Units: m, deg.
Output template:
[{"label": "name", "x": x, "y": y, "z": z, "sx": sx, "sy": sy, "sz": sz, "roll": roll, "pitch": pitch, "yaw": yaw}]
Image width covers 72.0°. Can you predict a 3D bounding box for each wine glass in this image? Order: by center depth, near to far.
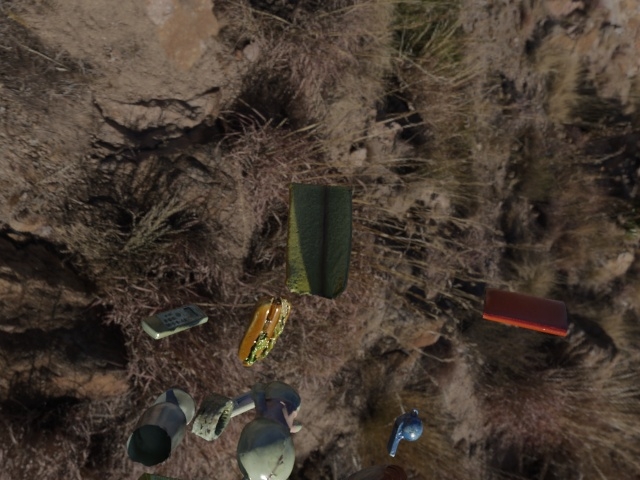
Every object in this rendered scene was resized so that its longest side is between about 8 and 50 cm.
[{"label": "wine glass", "x": -0.329, "y": 0.386, "z": 0.916, "sx": 0.103, "sy": 0.103, "sz": 0.222, "roll": -64, "pitch": -176, "yaw": -6}]

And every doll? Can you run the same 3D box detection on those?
[{"label": "doll", "x": -0.105, "y": 0.404, "z": 0.926, "sx": 0.155, "sy": 0.113, "sz": 0.275, "roll": 52, "pitch": 22, "yaw": -23}]

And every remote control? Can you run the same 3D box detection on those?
[{"label": "remote control", "x": -0.522, "y": 0.288, "z": 1.587, "sx": 0.233, "sy": 0.098, "sz": 0.038, "roll": -11, "pitch": 130, "yaw": -56}, {"label": "remote control", "x": -0.367, "y": 0.745, "z": 2.011, "sx": 0.221, "sy": 0.078, "sz": 0.042, "roll": -19, "pitch": 140, "yaw": -14}]

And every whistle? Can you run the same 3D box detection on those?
[{"label": "whistle", "x": 0.274, "y": 0.605, "z": 1.390, "sx": 0.090, "sy": 0.090, "sz": 0.157, "roll": 18, "pitch": 90, "yaw": -50}]

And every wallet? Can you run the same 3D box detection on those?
[{"label": "wallet", "x": 0.543, "y": 0.189, "z": 1.182, "sx": 0.142, "sy": 0.204, "sz": 0.045, "roll": -49, "pitch": 144, "yaw": -57}]

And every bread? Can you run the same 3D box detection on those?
[{"label": "bread", "x": 0.000, "y": 0.000, "z": 1.491, "sx": 0.233, "sy": 0.361, "sz": 0.244, "roll": 3, "pitch": 125, "yaw": -4}]

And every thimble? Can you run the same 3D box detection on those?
[{"label": "thimble", "x": -0.264, "y": 0.433, "z": 1.082, "sx": 0.110, "sy": 0.062, "sz": 0.084, "roll": -57, "pitch": 154, "yaw": -48}]

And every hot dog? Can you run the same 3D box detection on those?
[{"label": "hot dog", "x": -0.201, "y": 0.329, "z": 1.555, "sx": 0.135, "sy": 0.100, "sz": 0.337, "roll": -1, "pitch": 129, "yaw": -40}]

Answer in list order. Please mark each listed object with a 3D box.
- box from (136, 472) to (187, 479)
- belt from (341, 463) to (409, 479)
[{"label": "box", "x": -0.365, "y": 0.671, "z": 1.089, "sx": 0.173, "sy": 0.043, "sz": 0.311, "roll": -45, "pitch": 133, "yaw": 1}, {"label": "belt", "x": 0.076, "y": 0.494, "z": 0.748, "sx": 0.227, "sy": 0.115, "sz": 0.324, "roll": -28, "pitch": 167, "yaw": 3}]
